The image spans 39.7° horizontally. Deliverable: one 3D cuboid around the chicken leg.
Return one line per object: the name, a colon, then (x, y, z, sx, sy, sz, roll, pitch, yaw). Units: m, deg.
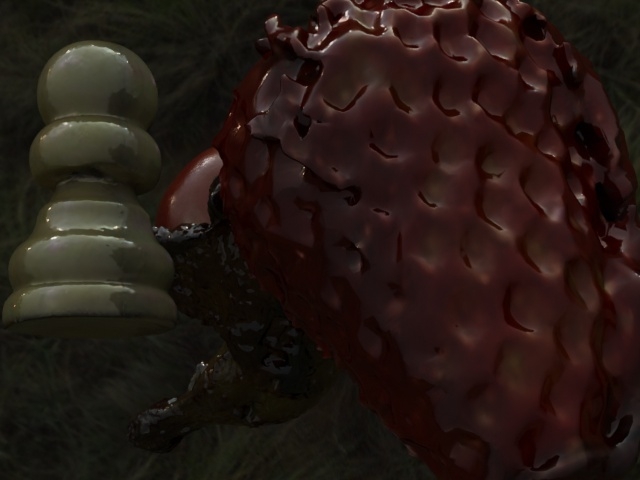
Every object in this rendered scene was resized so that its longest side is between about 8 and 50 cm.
chicken leg: (-0.062, 0.064, 0.645, 0.177, 0.323, 0.083, 4, 44, -3)

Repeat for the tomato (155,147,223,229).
tomato: (-0.086, -0.020, 0.960, 0.195, 0.136, 0.195, -4, 65, 8)

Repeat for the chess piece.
chess piece: (-0.128, -0.032, 0.504, 0.094, 0.094, 0.171, -2, 79, 2)

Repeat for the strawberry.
strawberry: (0.064, 0.004, 0.409, 0.205, 0.205, 0.245, -18, 57, -4)
